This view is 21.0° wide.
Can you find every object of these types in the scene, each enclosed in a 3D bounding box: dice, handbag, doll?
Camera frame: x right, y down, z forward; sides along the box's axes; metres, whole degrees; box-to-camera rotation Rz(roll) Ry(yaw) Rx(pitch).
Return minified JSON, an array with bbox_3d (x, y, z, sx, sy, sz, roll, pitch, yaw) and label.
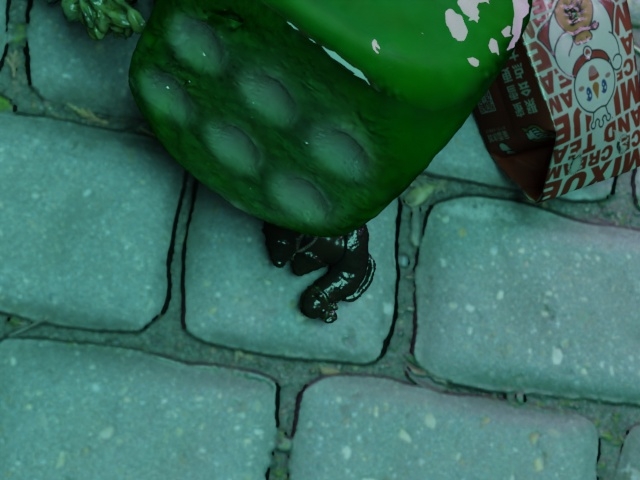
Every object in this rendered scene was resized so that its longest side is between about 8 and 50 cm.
[{"bbox_3d":[0.005,-0.200,1.689,0.297,0.287,0.300,37,52,-5],"label":"dice"},{"bbox_3d":[0.258,-0.199,1.900,0.171,0.151,0.298,-25,96,-27],"label":"handbag"},{"bbox_3d":[0.000,0.000,1.826,0.139,0.057,0.165,19,81,-20],"label":"doll"}]

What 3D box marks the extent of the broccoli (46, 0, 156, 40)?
[{"bbox_3d":[-0.201,-0.297,1.672,0.177,0.275,0.198,17,83,-21],"label":"broccoli"}]
